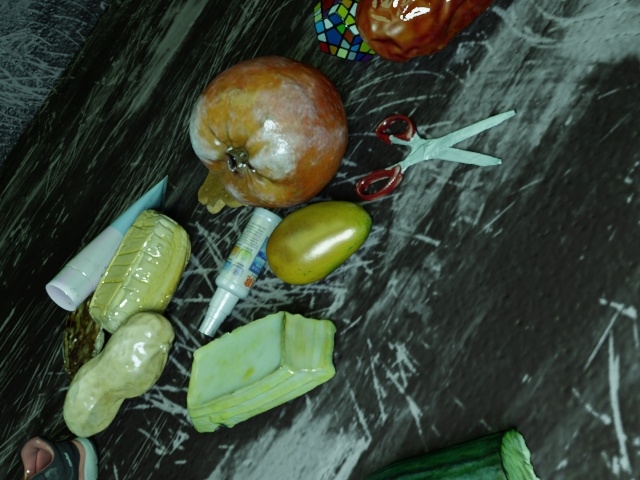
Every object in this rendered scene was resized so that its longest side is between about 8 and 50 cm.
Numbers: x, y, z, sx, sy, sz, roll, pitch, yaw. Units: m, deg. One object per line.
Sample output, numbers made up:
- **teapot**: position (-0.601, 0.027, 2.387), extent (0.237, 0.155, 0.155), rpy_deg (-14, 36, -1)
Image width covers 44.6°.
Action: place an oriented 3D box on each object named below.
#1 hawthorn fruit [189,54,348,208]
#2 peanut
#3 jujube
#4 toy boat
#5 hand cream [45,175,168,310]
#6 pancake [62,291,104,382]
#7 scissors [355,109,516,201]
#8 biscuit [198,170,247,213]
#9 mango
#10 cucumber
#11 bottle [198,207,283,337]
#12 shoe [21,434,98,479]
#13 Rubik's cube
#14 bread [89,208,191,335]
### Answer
- **hawthorn fruit**: position (-0.060, -0.169, 1.188), extent (0.263, 0.235, 0.231), rpy_deg (-27, -10, -8)
- **peanut**: position (-0.343, 0.226, 1.307), extent (0.263, 0.101, 0.117), rpy_deg (-43, 36, 13)
- **jujube**: position (0.162, -0.377, 1.139), extent (0.250, 0.174, 0.174), rpy_deg (-39, 37, 18)
- **toy boat**: position (-0.103, 0.182, 1.073), extent (0.276, 0.084, 0.111), rpy_deg (-28, 45, 32)
- **hand cream**: position (-0.391, -0.002, 1.483), extent (0.312, 0.070, 0.111), rpy_deg (-55, -9, -37)
- **pancake**: position (-0.449, 0.179, 1.512), extent (0.212, 0.056, 0.257), rpy_deg (-21, 53, 46)
- **scissors**: position (0.155, -0.125, 1.074), extent (0.247, 0.017, 0.144), rpy_deg (-3, 61, 48)
- **biscuit**: position (-0.160, -0.111, 1.432), extent (0.184, 0.027, 0.133), rpy_deg (-10, 54, 45)
- **mango**: position (-0.003, -0.002, 1.103), extent (0.163, 0.089, 0.111), rpy_deg (-37, 49, 10)
- **cucumber**: position (0.102, 0.262, 0.780), extent (0.244, 0.063, 0.115), rpy_deg (-31, 41, 34)
- **bottle**: position (-0.129, 0.052, 1.231), extent (0.060, 0.060, 0.217), rpy_deg (18, 75, 55)
- **shoe**: position (-0.439, 0.429, 1.227), extent (0.114, 0.137, 0.291), rpy_deg (-34, 40, 29)
- **Rubik's cube**: position (0.050, -0.362, 1.310), extent (0.133, 0.133, 0.112), rpy_deg (-16, 24, 43)
- **bread**: position (-0.318, 0.065, 1.408), extent (0.140, 0.106, 0.236), rpy_deg (7, 68, 55)
